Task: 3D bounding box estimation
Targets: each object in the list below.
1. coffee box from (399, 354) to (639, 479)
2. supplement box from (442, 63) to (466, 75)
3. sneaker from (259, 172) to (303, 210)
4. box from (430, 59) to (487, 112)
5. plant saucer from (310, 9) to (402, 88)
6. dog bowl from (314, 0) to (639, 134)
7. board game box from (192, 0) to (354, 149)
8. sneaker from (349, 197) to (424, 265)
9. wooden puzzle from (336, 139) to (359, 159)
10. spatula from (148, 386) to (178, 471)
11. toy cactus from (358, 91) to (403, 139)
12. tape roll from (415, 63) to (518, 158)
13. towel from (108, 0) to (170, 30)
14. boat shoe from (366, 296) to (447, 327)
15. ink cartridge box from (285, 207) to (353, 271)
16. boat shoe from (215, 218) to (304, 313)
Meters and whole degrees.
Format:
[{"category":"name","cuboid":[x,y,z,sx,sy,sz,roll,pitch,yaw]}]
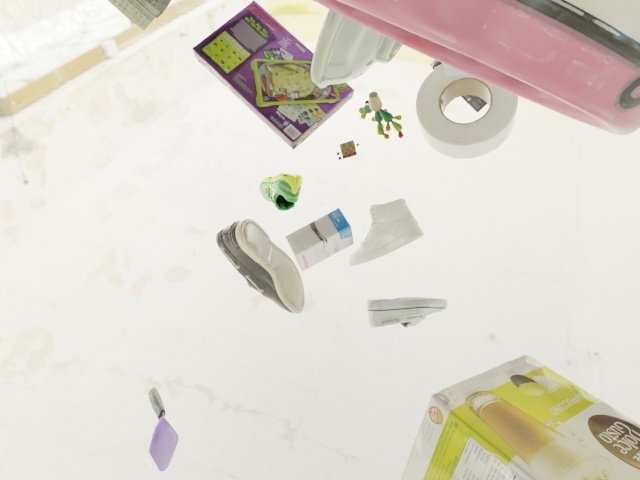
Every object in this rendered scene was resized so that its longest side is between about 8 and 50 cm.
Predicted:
[{"category":"coffee box","cuboid":[0.370,0.459,0.958,0.338,0.337,0.334,-6,-151,-41]},{"category":"supplement box","cuboid":[0.333,-0.483,1.191,0.114,0.111,0.219,4,-119,27]},{"category":"sneaker","cuboid":[-0.153,-0.167,1.964,0.110,0.123,0.296,6,175,-21]},{"category":"box","cuboid":[0.503,-0.562,1.771,0.183,0.233,0.059,-44,-156,25]},{"category":"plant saucer","cuboid":[0.127,-0.419,0.923,0.101,0.400,0.400,33,-133,2]},{"category":"dog bowl","cuboid":[0.144,-0.228,0.470,0.408,0.150,0.408,22,-161,-8]},{"category":"board game box","cuboid":[-0.114,-0.403,1.310,0.208,0.056,0.347,-44,-99,-10]},{"category":"sneaker","cuboid":[0.190,-0.034,1.808,0.293,0.169,0.108,-30,171,34]},{"category":"wooden puzzle","cuboid":[0.088,-0.290,1.734,0.083,0.049,0.006,-14,179,24]},{"category":"spatula","cuboid":[-0.341,0.380,1.147,0.030,0.084,0.296,20,-179,-22]},{"category":"toy cactus","cuboid":[0.225,-0.482,2.034,0.112,0.180,0.219,-36,-127,-7]},{"category":"tape roll","cuboid":[0.423,-0.386,1.580,0.287,0.100,0.285,-4,-106,16]},{"category":"towel","cuboid":[-0.586,-0.866,1.680,0.312,0.324,0.056,-38,-146,23]},{"category":"boat shoe","cuboid":[0.218,0.183,1.375,0.227,0.075,0.083,1,178,-18]},{"category":"ink cartridge box","cuboid":[0.000,0.000,1.685,0.191,0.139,0.082,-27,-114,-5]},{"category":"boat shoe","cuboid":[-0.093,0.047,0.878,0.065,0.206,0.075,-12,-138,27]}]
